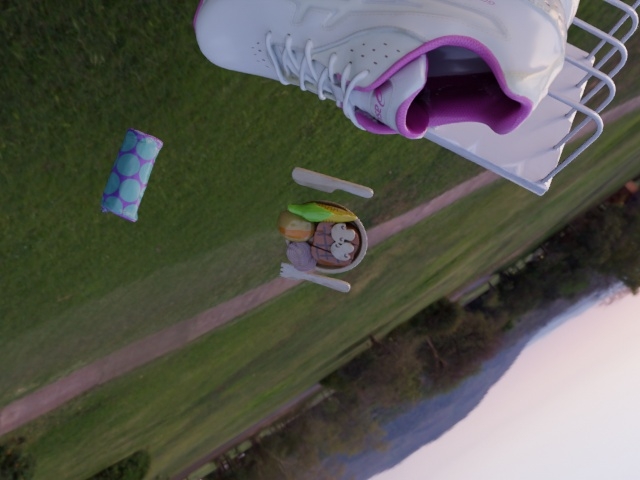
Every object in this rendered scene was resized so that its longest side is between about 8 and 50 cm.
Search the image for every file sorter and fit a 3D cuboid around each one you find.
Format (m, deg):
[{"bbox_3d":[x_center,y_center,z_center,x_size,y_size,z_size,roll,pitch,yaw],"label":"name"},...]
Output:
[{"bbox_3d":[0.302,-0.249,0.771,0.278,0.192,0.173,-62,178,-24],"label":"file sorter"}]

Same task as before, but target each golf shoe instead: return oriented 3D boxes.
[{"bbox_3d":[0.026,-0.147,0.418,0.306,0.140,0.115,5,154,23],"label":"golf shoe"}]

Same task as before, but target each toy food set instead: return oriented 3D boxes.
[{"bbox_3d":[0.000,0.000,0.790,0.038,0.132,0.192,-64,167,-54],"label":"toy food set"}]

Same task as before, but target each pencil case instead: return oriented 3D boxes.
[{"bbox_3d":[-0.323,-0.112,0.952,0.070,0.064,0.152,47,60,-78],"label":"pencil case"}]
